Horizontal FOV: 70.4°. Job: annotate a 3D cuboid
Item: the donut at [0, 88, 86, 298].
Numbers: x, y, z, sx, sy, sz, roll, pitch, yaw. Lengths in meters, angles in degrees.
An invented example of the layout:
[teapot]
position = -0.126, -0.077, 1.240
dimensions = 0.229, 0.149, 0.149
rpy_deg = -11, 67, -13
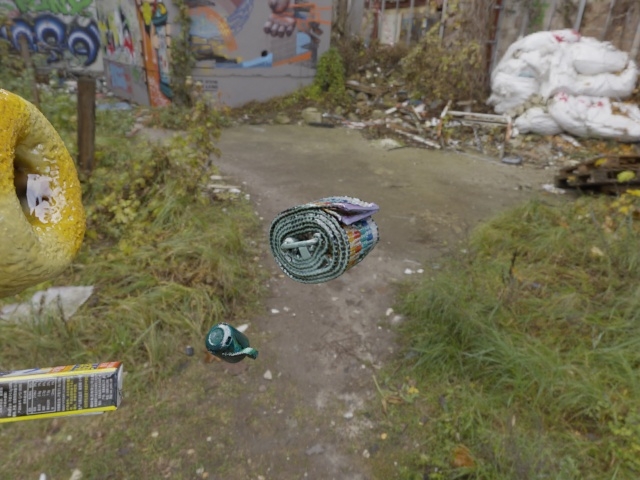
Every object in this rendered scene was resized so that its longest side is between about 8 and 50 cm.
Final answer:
[donut]
position = -0.275, -0.048, 0.400
dimensions = 0.074, 0.174, 0.190
rpy_deg = -16, 58, -5

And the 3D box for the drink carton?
[drink carton]
position = -0.325, 0.180, 0.533
dimensions = 0.165, 0.056, 0.071
rpy_deg = -1, -10, -18

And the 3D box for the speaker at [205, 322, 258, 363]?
[speaker]
position = -0.158, 0.196, 0.817
dimensions = 0.060, 0.075, 0.094
rpy_deg = -49, 50, -8

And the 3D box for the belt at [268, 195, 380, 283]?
[belt]
position = 0.000, 0.000, 1.151
dimensions = 0.294, 0.207, 0.160
rpy_deg = -4, 14, 42
